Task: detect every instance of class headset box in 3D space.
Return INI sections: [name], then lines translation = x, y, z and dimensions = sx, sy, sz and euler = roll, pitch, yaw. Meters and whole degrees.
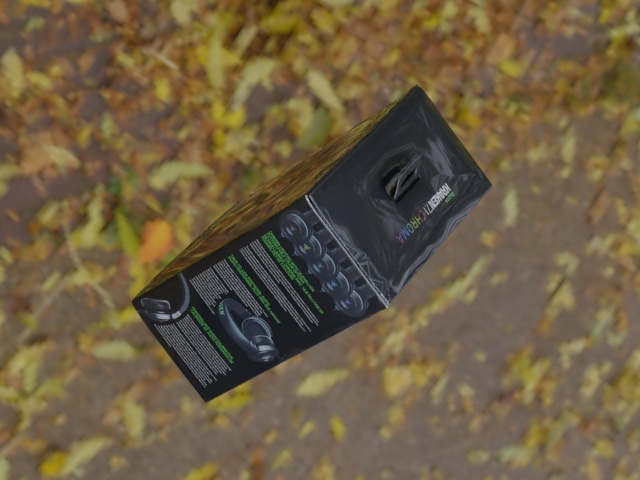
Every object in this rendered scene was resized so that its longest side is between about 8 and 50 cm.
[headset box]
translation = 0.000, 0.000, 1.749
dimensions = 0.283, 0.131, 0.246
euler = -30, -170, 41
